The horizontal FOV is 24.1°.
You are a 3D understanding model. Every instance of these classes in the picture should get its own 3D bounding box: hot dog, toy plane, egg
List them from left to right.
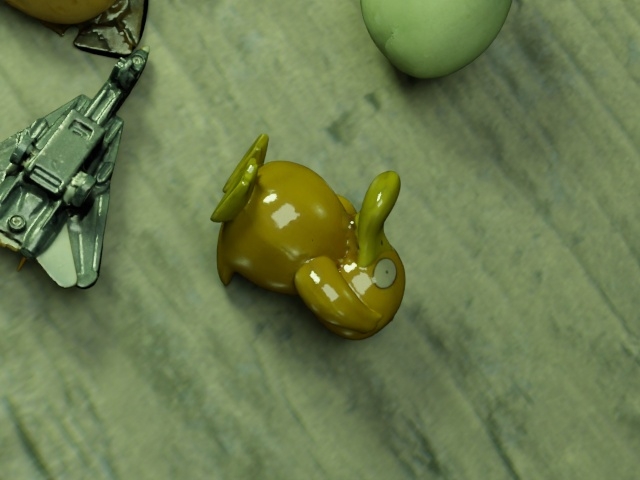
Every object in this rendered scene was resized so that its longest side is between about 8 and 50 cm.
[{"bbox_3d":[-0.341,-0.337,1.701,0.326,0.107,0.194,15,71,-12],"label":"hot dog"},{"bbox_3d":[-0.265,-0.111,1.659,0.204,0.103,0.316,34,67,-5],"label":"toy plane"},{"bbox_3d":[0.140,-0.311,1.801,0.186,0.186,0.253,14,69,-13],"label":"egg"}]

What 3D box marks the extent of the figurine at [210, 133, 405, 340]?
[{"bbox_3d":[-0.010,0.001,1.684,0.228,0.215,0.215,13,70,2],"label":"figurine"}]
